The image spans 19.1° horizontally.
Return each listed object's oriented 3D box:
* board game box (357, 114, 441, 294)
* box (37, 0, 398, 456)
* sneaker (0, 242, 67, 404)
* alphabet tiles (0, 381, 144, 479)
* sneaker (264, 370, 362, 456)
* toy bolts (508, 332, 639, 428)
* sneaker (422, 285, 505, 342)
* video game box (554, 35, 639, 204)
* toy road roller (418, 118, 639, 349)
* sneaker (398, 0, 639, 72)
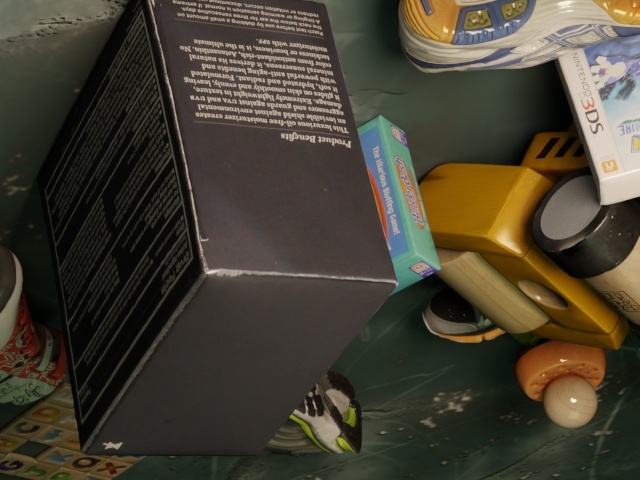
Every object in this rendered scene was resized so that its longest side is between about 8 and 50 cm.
[{"bbox_3d":[0.000,0.000,1.795,0.210,0.160,0.047,-29,144,23],"label":"board game box"},{"bbox_3d":[-0.098,-0.009,1.618,0.183,0.294,0.296,5,144,-26],"label":"box"},{"bbox_3d":[-0.308,0.084,1.884,0.145,0.090,0.270,6,147,-30],"label":"sneaker"},{"bbox_3d":[-0.265,0.222,2.190,0.198,0.009,0.237,21,135,-42],"label":"alphabet tiles"},{"bbox_3d":[-0.056,0.178,2.110,0.121,0.111,0.300,-19,146,16],"label":"sneaker"},{"bbox_3d":[0.332,0.151,2.154,0.229,0.158,0.218,-13,148,0],"label":"toy bolts"},{"bbox_3d":[0.203,0.037,2.015,0.215,0.084,0.083,-24,133,11],"label":"sneaker"},{"bbox_3d":[0.318,-0.140,1.665,0.205,0.187,0.048,-16,148,3],"label":"video game box"},{"bbox_3d":[0.268,-0.038,1.820,0.202,0.240,0.329,40,159,-30],"label":"toy road roller"},{"bbox_3d":[0.207,-0.209,1.621,0.297,0.111,0.131,-6,165,-7],"label":"sneaker"}]
